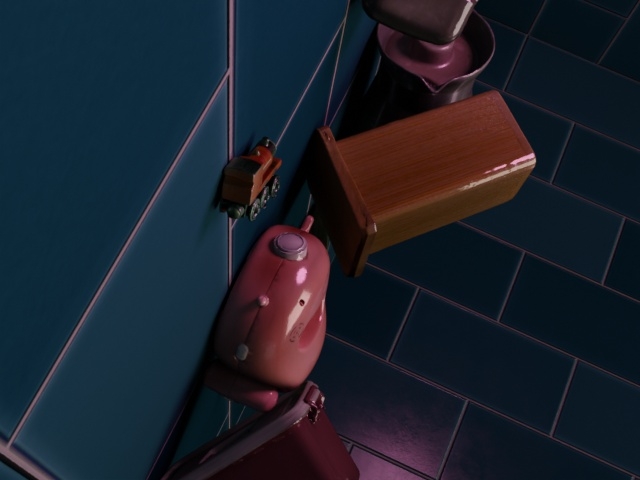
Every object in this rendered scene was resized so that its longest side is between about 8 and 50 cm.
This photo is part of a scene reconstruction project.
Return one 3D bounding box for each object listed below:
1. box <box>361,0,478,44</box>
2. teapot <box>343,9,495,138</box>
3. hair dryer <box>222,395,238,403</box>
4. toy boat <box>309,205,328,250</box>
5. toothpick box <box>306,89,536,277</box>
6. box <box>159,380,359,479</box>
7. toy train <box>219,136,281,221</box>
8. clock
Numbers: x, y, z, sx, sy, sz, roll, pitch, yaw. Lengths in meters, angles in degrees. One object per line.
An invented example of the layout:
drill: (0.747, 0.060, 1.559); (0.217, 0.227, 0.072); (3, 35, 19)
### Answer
box: (0.144, -0.367, 1.149); (0.129, 0.148, 0.210); (-85, -164, -67)
teapot: (0.183, -0.260, 1.626); (0.344, 0.253, 0.300); (99, 0, -56)
hair dryer: (-0.108, 0.200, 1.595); (0.155, 0.044, 0.183); (-64, -171, -28)
toy boat: (0.000, 0.000, 1.741); (0.293, 0.055, 0.093); (-78, -176, -48)
toothpick box: (0.155, -0.100, 1.407); (0.308, 0.190, 0.187); (-19, 159, -14)
box: (-0.089, 0.353, 1.294); (0.294, 0.167, 0.193); (-33, 179, 9)
toy train: (-0.068, -0.064, 0.902); (0.103, 0.044, 0.064); (-59, 161, -56)
clock: (-0.054, 0.092, 1.286); (0.227, 0.142, 0.241); (-61, 170, -49)
